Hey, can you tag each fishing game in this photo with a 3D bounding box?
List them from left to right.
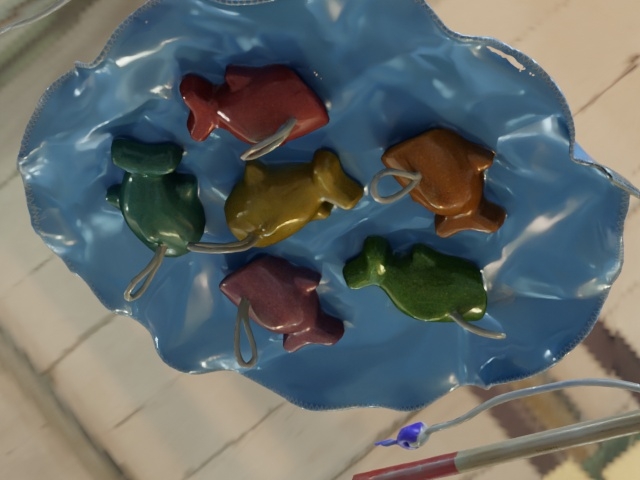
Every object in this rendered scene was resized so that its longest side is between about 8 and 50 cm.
[{"bbox_3d":[0.000,0.000,0.586,0.189,0.041,0.264,-17,-49,31],"label":"fishing game"}]
